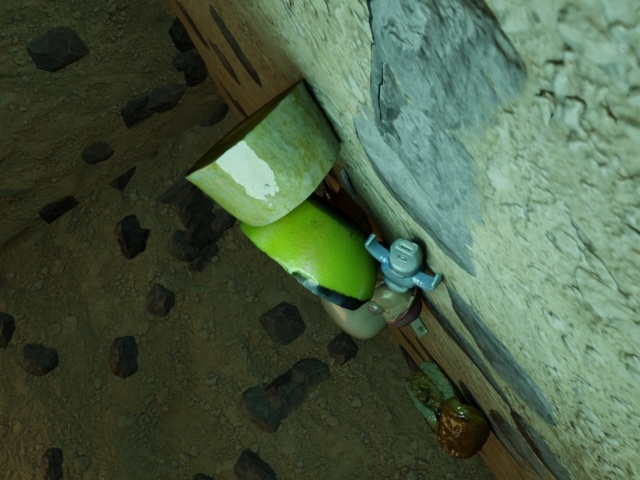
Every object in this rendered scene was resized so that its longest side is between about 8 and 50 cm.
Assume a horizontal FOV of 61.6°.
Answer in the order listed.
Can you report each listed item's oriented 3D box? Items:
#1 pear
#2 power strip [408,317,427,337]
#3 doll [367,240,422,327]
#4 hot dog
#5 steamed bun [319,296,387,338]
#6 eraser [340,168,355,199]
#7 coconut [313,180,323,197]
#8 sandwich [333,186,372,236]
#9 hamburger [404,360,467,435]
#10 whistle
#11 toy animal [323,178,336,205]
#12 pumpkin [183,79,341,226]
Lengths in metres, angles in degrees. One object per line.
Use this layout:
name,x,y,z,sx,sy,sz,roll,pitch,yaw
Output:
pear,-0.001,-0.005,1.313,0.398,0.165,0.399,34,-173,-5
power strip,0.294,0.242,2.024,0.106,0.043,0.367,56,177,-31
doll,0.181,0.131,1.502,0.256,0.152,0.196,54,179,-6
hot dog,0.530,0.693,2.017,0.196,0.122,0.272,25,132,34
steamed bun,0.126,0.252,2.156,0.324,0.206,0.324,47,173,8
eraser,0.073,-0.147,1.403,0.099,0.019,0.027,58,-170,-47
coconut,-0.142,-0.211,1.584,0.297,0.297,0.255,52,161,42
sandwich,0.045,-0.036,1.599,0.144,0.187,0.117,45,171,40
hamburger,0.505,0.697,2.297,0.277,0.195,0.318,54,180,-32
whistle,0.184,0.054,1.187,0.180,0.093,0.269,33,170,16
toy animal,0.017,-0.155,1.855,0.148,0.084,0.232,43,178,-11
pumpkin,-0.117,-0.175,1.189,0.199,0.332,0.332,54,178,-17
